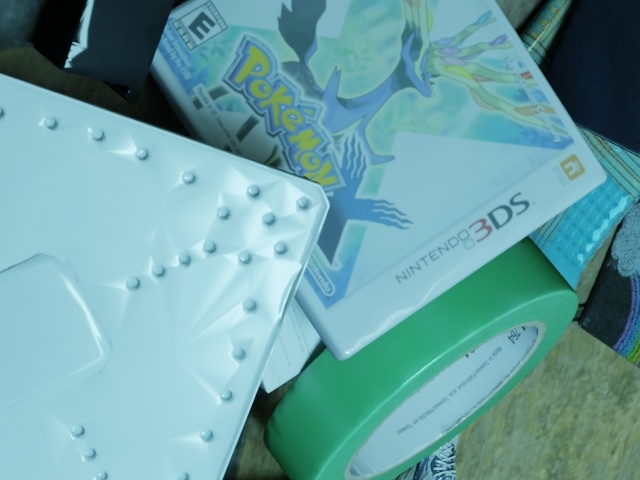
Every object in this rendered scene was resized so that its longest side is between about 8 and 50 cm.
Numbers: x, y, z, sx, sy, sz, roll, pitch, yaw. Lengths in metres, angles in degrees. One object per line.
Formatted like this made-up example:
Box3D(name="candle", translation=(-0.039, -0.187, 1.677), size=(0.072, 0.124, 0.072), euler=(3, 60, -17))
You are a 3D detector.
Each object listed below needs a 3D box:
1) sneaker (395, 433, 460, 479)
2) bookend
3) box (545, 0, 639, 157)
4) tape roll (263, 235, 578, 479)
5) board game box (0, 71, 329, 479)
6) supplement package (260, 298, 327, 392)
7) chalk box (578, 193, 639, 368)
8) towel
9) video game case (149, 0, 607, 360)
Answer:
Box3D(name="sneaker", translation=(0.123, 0.238, 2.054), size=(0.052, 0.058, 0.135), euler=(12, 105, -39))
Box3D(name="bookend", translation=(-0.201, -0.206, 1.579), size=(0.156, 0.072, 0.157), euler=(10, 108, -37))
Box3D(name="box", translation=(0.407, -0.201, 1.895), size=(0.296, 0.182, 0.294), euler=(17, 100, -38))
Box3D(name="tape roll", translation=(0.097, 0.125, 1.858), size=(0.321, 0.077, 0.321), euler=(-34, 161, -14))
Box3D(name="board game box", translation=(-0.240, 0.068, 1.608), size=(0.390, 0.050, 0.390), euler=(19, 104, -12))
Box3D(name="supplement package", translation=(0.000, 0.000, 1.786), size=(0.244, 0.139, 0.134), euler=(-32, 127, -17))
Box3D(name="chalk box", translation=(0.447, 0.083, 2.046), size=(0.179, 0.289, 0.180), euler=(9, 108, -38))
Box3D(name="towel", translation=(0.285, -0.147, 1.977), size=(0.370, 0.040, 0.271), euler=(-52, 132, -1))
Box3D(name="video game case", translation=(0.047, -0.112, 1.702), size=(0.300, 0.036, 0.329), euler=(-33, 91, -18))
